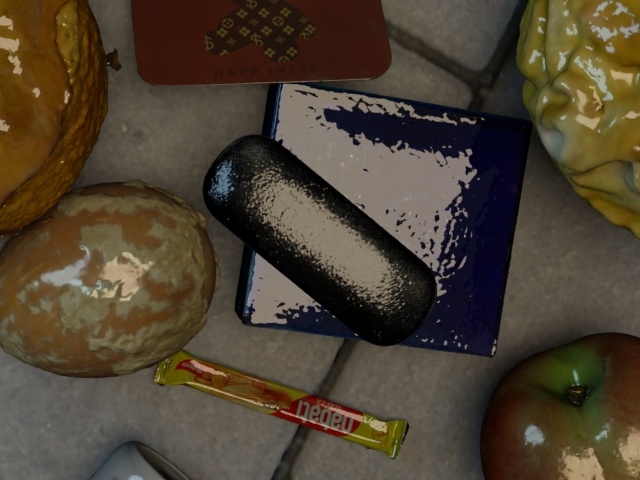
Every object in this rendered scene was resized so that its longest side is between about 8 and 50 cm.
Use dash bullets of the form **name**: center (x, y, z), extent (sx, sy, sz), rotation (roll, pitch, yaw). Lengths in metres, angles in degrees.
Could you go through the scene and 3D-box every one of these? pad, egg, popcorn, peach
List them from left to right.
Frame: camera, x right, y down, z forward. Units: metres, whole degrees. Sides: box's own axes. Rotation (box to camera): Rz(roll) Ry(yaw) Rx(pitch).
- **egg**: center (-0.222, 0.042, 1.346), extent (0.245, 0.203, 0.203), rotation (-22, 97, 0)
- **pad**: center (-0.064, -0.238, 1.397), extent (0.267, 0.004, 0.181), rotation (-3, 61, -9)
- **peach**: center (0.299, 0.229, 1.431), extent (0.252, 0.252, 0.252), rotation (-1, 94, -9)
- **popcorn**: center (0.370, -0.180, 1.362), extent (0.344, 0.354, 0.390), rotation (-1, 54, -7)

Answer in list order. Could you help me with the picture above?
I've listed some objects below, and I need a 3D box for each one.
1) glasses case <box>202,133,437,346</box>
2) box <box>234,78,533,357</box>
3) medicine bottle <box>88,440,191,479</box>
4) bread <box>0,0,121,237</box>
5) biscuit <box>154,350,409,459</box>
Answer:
- **glasses case**: center (0.000, 0.000, 1.334), extent (0.267, 0.067, 0.103), rotation (40, 89, -4)
- **box**: center (0.065, -0.024, 1.433), extent (0.279, 0.116, 0.261), rotation (8, 94, -8)
- **medicine bottle**: center (-0.224, 0.331, 1.400), extent (0.135, 0.135, 0.215), rotation (41, 88, -10)
- **bread**: center (-0.399, -0.167, 1.246), extent (0.398, 0.215, 0.398), rotation (-3, 76, 12)
- **biscuit**: center (-0.042, 0.180, 1.473), extent (0.292, 0.026, 0.048), rotation (19, 72, -10)
